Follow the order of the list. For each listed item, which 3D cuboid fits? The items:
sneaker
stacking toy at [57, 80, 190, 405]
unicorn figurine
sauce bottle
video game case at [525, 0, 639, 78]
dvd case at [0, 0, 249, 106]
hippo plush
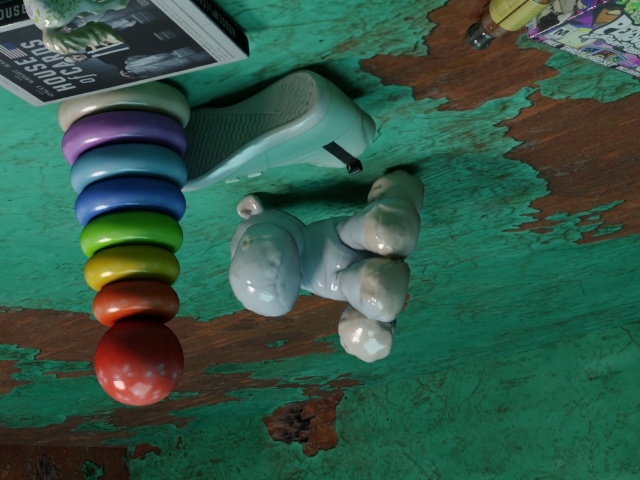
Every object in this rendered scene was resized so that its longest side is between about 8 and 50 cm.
[{"bbox_3d":[-0.062,-0.096,1.489,0.256,0.094,0.151,-18,154,30],"label":"sneaker"},{"bbox_3d":[-0.195,0.007,1.385,0.141,0.330,0.141,-5,165,-1],"label":"stacking toy"},{"bbox_3d":[-0.219,-0.216,1.032,0.111,0.162,0.060,-28,171,-30],"label":"unicorn figurine"},{"bbox_3d":[0.177,-0.217,1.260,0.042,0.042,0.128,2,164,-25],"label":"sauce bottle"},{"bbox_3d":[0.348,-0.224,1.292,0.232,0.042,0.210,10,157,-43],"label":"video game case"},{"bbox_3d":[-0.209,-0.188,1.249,0.239,0.029,0.179,-11,163,17],"label":"dvd case"},{"bbox_3d":[0.000,0.000,1.772,0.236,0.234,0.294,12,-154,-1],"label":"hippo plush"}]
